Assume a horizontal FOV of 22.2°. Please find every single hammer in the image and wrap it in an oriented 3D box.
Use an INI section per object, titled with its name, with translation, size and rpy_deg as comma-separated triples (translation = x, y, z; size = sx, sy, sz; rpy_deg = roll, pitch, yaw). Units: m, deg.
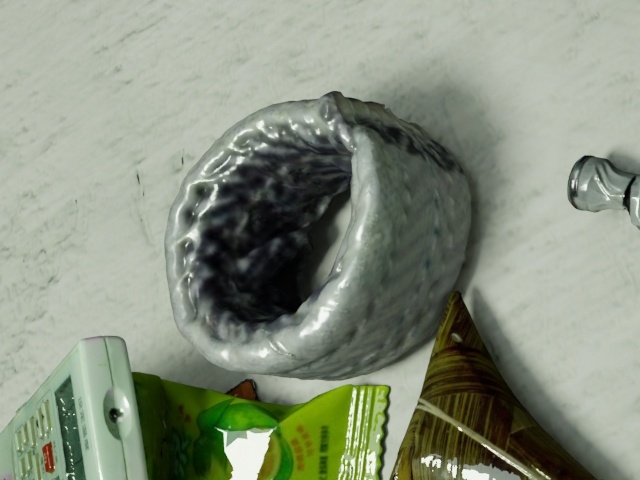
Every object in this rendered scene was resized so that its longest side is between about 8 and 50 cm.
[hammer]
translation = 0.301, -0.214, 1.244
size = 0.152, 0.044, 0.427
rpy_deg = 11, 88, 38

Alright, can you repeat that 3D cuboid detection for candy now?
[candy]
translation = -0.062, 0.193, 1.427
size = 0.246, 0.069, 0.149
rpy_deg = 1, 90, 21

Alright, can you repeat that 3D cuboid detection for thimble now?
[thimble]
translation = 0.000, 0.000, 1.368
size = 0.217, 0.157, 0.245
rpy_deg = 47, 111, 32

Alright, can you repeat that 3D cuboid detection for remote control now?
[remote control]
translation = -0.234, 0.203, 1.486
size = 0.344, 0.050, 0.145
rpy_deg = 136, 126, -58

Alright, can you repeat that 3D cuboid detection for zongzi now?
[zongzi]
translation = 0.157, 0.138, 1.276
size = 0.187, 0.084, 0.184
rpy_deg = 10, 76, 31

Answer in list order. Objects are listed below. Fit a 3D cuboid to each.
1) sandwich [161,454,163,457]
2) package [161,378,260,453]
[sandwich]
translation = -0.184, 0.226, 1.555
size = 0.101, 0.026, 0.069
rpy_deg = -48, 52, 17
[package]
translation = -0.094, 0.183, 1.487
size = 0.111, 0.033, 0.077
rpy_deg = -30, 47, 7
